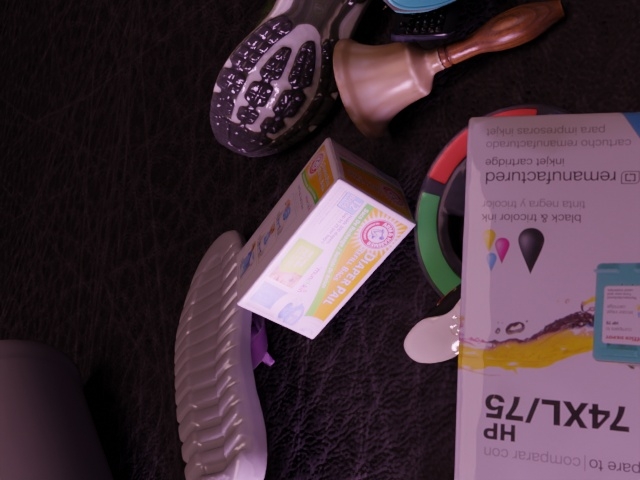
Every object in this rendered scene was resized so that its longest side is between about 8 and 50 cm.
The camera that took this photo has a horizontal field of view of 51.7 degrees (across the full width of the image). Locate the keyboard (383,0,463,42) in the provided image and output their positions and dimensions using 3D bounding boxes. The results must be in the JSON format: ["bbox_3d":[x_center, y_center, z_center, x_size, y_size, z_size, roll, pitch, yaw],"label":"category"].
[{"bbox_3d":[0.116,-0.296,0.748,0.100,0.038,0.192,0,52,25],"label":"keyboard"}]

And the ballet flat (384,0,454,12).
[{"bbox_3d":[0.162,-0.316,0.695,0.247,0.083,0.087,-26,43,0],"label":"ballet flat"}]

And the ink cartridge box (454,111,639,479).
[{"bbox_3d":[0.206,0.068,0.478,0.198,0.197,0.269,1,80,17],"label":"ink cartridge box"}]

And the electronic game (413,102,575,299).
[{"bbox_3d":[0.190,-0.027,0.668,0.229,0.048,0.229,-13,72,43],"label":"electronic game"}]

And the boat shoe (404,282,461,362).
[{"bbox_3d":[0.135,0.078,0.656,0.049,0.042,0.133,44,125,3],"label":"boat shoe"}]

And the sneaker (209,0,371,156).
[{"bbox_3d":[-0.021,-0.302,0.923,0.410,0.158,0.182,-56,16,22],"label":"sneaker"}]

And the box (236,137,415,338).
[{"bbox_3d":[0.000,0.000,0.787,0.203,0.114,0.103,-51,26,24],"label":"box"}]

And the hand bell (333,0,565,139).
[{"bbox_3d":[0.149,-0.211,0.739,0.242,0.126,0.126,-16,68,28],"label":"hand bell"}]

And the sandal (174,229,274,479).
[{"bbox_3d":[-0.118,0.170,0.889,0.169,0.102,0.416,-40,39,32],"label":"sandal"}]

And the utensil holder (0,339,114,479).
[{"bbox_3d":[-0.499,0.408,1.065,0.327,0.328,0.385,-55,50,20],"label":"utensil holder"}]
